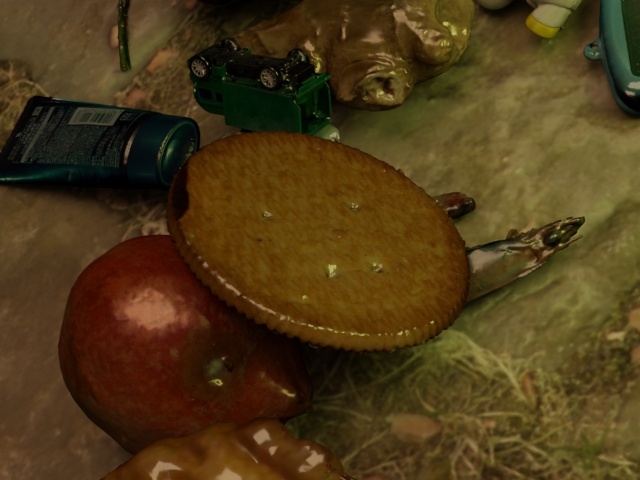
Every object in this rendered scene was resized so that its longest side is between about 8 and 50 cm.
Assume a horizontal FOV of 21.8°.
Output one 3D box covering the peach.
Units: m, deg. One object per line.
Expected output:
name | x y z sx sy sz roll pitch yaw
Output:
peach | -0.118 0.109 1.585 0.257 0.232 0.232 13 66 28

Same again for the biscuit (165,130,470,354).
biscuit | 0.000 0.000 1.576 0.305 0.038 0.305 13 38 -11

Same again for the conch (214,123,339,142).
conch | -0.059 -0.070 1.740 0.173 0.106 0.116 -26 52 -14

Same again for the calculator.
calculator | 0.417 -0.221 1.711 0.293 0.051 0.173 -9 61 11

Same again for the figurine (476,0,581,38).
figurine | 0.205 -0.295 1.766 0.178 0.129 0.109 28 76 27

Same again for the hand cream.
hand cream | -0.254 -0.106 1.823 0.271 0.061 0.120 8 65 36

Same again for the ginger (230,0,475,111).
ginger | 0.034 -0.213 1.777 0.270 0.123 0.218 -23 42 11

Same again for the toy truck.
toy truck | -0.066 -0.161 1.727 0.147 0.079 0.065 15 33 30

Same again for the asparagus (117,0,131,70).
asparagus | -0.229 -0.245 1.934 0.015 0.014 0.114 5 59 -20

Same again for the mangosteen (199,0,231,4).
mangosteen | -0.080 -0.363 1.843 0.243 0.243 0.243 -7 60 13

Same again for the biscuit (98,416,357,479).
biscuit | -0.088 0.313 1.422 0.326 0.107 0.325 -10 55 14

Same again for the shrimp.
shrimp | 0.141 0.004 1.667 0.251 0.052 0.143 -16 56 8
